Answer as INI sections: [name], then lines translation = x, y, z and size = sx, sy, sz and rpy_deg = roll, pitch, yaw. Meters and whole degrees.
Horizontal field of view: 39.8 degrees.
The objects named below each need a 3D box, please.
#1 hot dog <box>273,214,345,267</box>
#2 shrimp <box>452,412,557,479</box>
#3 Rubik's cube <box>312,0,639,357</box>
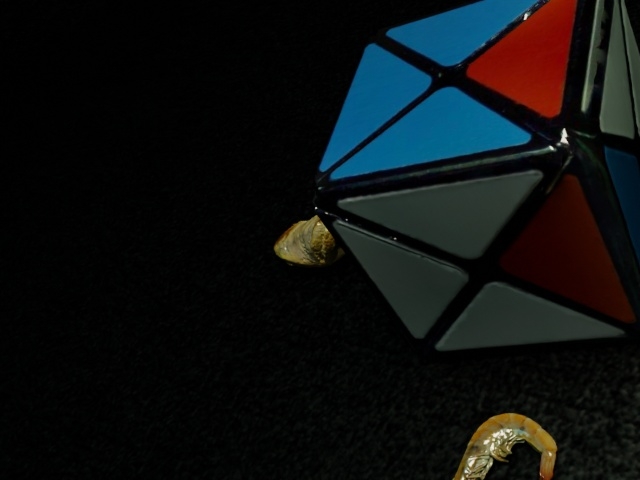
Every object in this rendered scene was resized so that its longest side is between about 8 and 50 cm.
[hot dog]
translation = 0.001, 0.000, 1.047
size = 0.078, 0.061, 0.169
rpy_deg = -49, 10, -29
[shrimp]
translation = 0.150, 0.193, 0.736
size = 0.083, 0.023, 0.114
rpy_deg = 17, 57, 46
[Rubik's cube]
translation = 0.171, -0.061, 0.817
size = 0.248, 0.250, 0.246
rpy_deg = -7, 45, 32
